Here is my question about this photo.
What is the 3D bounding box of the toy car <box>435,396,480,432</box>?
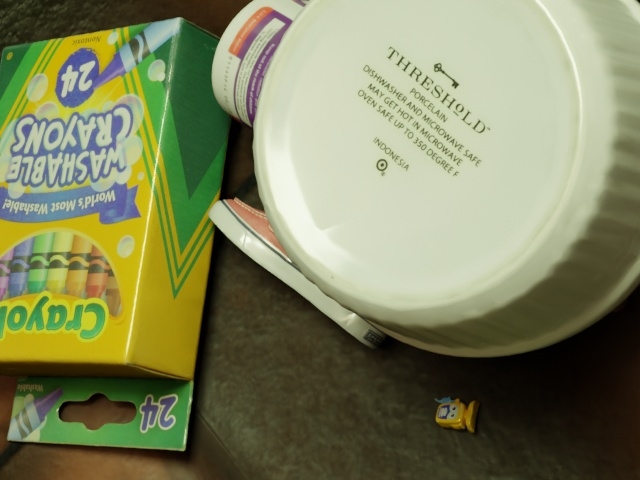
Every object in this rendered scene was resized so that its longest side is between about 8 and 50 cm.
[{"bbox_3d":[0.082,0.069,1.054,0.040,0.060,0.122,-4,74,33],"label":"toy car"}]

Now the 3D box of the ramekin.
[{"bbox_3d":[0.081,-0.061,0.941,0.273,0.127,0.273,-2,86,28],"label":"ramekin"}]

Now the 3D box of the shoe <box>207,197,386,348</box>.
[{"bbox_3d":[0.000,0.000,1.125,0.178,0.063,0.081,37,90,30],"label":"shoe"}]

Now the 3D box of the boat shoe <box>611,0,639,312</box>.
[{"bbox_3d":[0.164,-0.101,1.033,0.098,0.109,0.302,-1,80,29],"label":"boat shoe"}]

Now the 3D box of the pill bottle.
[{"bbox_3d":[0.020,-0.098,1.112,0.193,0.108,0.108,35,94,33],"label":"pill bottle"}]

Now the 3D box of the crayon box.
[{"bbox_3d":[-0.183,-0.003,1.204,0.203,0.083,0.323,-3,74,37],"label":"crayon box"}]
